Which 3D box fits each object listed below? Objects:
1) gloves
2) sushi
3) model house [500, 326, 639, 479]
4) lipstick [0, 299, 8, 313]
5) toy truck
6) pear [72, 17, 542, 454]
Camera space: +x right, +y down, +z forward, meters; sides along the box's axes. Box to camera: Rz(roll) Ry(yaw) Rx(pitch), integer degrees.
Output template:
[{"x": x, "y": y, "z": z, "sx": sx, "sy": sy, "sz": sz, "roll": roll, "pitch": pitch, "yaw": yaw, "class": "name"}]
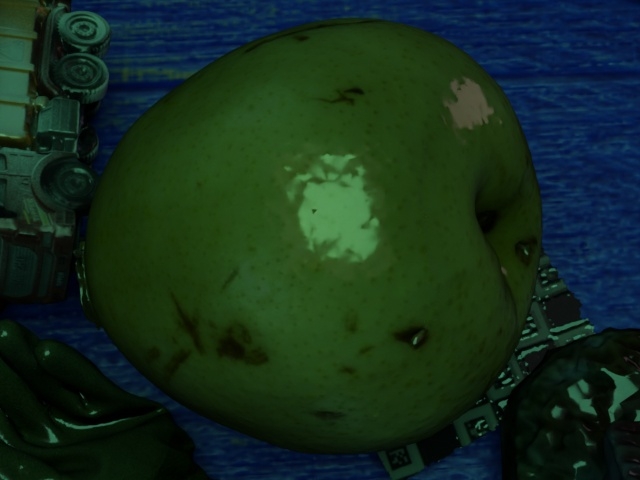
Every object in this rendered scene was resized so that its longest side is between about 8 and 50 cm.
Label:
[{"x": -0.168, "y": 0.157, "z": 1.089, "sx": 0.268, "sy": 0.107, "sz": 0.135, "roll": 37, "pitch": 52, "yaw": 1, "class": "gloves"}, {"x": 0.112, "y": 0.086, "z": 1.158, "sx": 0.201, "sy": 0.031, "sz": 0.139, "roll": -27, "pitch": 70, "yaw": -6, "class": "sushi"}, {"x": 0.313, "y": 0.198, "z": 0.957, "sx": 0.360, "sy": 0.339, "sz": 0.297, "roll": 8, "pitch": 84, "yaw": -2, "class": "model house"}, {"x": -0.321, "y": 0.113, "z": 1.119, "sx": 0.073, "sy": 0.073, "sz": 0.280, "roll": 32, "pitch": 76, "yaw": 7, "class": "lipstick"}, {"x": -0.229, "y": -0.086, "z": 1.114, "sx": 0.135, "sy": 0.114, "sz": 0.270, "roll": 5, "pitch": 52, "yaw": -12, "class": "toy truck"}, {"x": 0.000, "y": 0.000, "z": 1.023, "sx": 0.309, "sy": 0.309, "sz": 0.309, "roll": 0, "pitch": 75, "yaw": -2, "class": "pear"}]
